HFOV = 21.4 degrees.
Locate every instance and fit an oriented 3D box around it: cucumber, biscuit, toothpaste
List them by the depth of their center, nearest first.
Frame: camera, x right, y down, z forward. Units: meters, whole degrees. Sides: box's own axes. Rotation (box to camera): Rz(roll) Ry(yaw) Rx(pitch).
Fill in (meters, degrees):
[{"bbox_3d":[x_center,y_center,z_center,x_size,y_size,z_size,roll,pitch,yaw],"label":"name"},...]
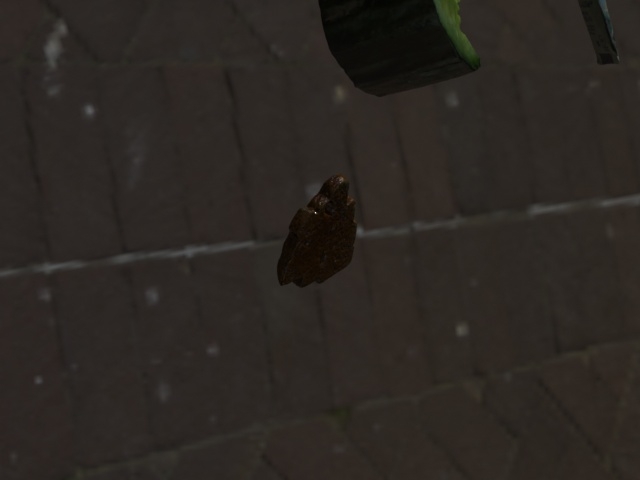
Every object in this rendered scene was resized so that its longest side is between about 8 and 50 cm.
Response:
[{"bbox_3d":[0.000,0.000,1.618,0.119,0.019,0.130,-57,153,-7],"label":"biscuit"},{"bbox_3d":[0.085,-0.262,1.842,0.191,0.130,0.191,-11,90,-69],"label":"cucumber"},{"bbox_3d":[0.337,-0.326,2.148,0.037,0.062,0.216,-20,101,-11],"label":"toothpaste"}]
